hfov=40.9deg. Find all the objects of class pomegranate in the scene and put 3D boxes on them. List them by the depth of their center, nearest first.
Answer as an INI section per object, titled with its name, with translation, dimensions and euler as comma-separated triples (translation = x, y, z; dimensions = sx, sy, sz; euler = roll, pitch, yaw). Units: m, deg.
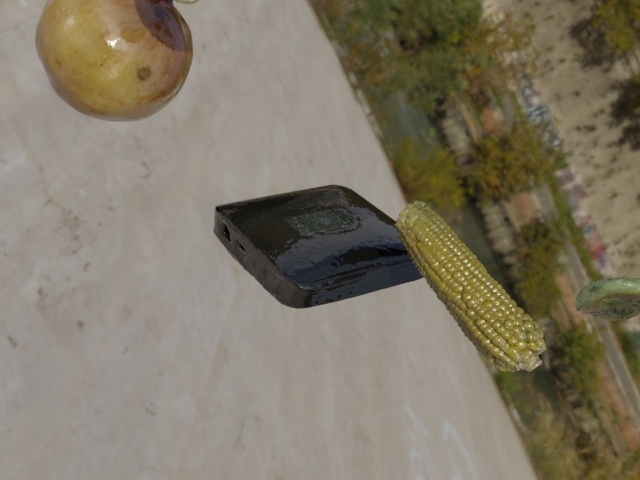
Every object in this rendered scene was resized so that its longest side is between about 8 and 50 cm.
[pomegranate]
translation = -0.404, -0.411, 1.752
dimensions = 0.338, 0.338, 0.338
euler = 56, 19, -31

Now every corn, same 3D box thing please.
[corn]
translation = 0.201, 0.065, 1.178
dimensions = 0.288, 0.086, 0.086
euler = 54, 10, 24

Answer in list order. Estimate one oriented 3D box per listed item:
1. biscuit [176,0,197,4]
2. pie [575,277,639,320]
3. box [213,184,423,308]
[biscuit]
translation = -0.249, -0.470, 1.458
dimensions = 0.152, 0.020, 0.152
euler = 28, 51, -41
[pie]
translation = 0.659, 0.134, 1.906
dimensions = 0.187, 0.187, 0.041
euler = 45, 40, -51
[box]
translation = 0.000, 0.000, 1.405
dimensions = 0.290, 0.289, 0.073
euler = 40, -48, 45
